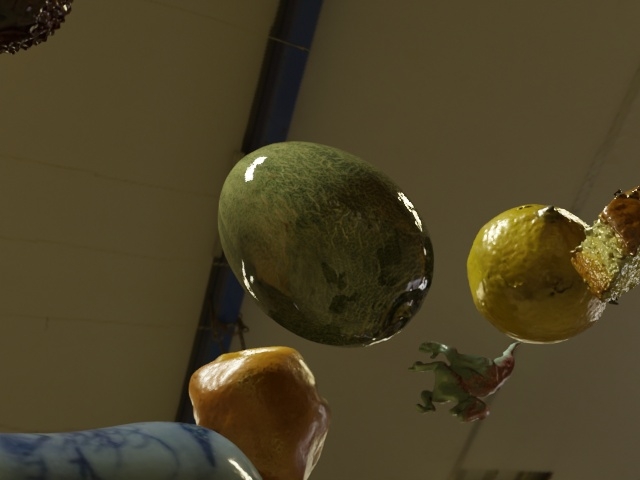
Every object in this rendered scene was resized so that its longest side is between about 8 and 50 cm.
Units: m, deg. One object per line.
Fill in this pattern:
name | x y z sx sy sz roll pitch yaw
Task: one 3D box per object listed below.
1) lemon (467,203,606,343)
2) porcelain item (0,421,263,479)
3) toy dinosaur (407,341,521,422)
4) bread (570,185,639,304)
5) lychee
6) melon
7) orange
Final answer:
lemon | 0.368 0.061 1.126 0.228 0.228 0.253 -41 -49 8
porcelain item | -0.116 0.157 0.349 0.141 0.141 0.259 -42 -38 8
toy dinosaur | 0.210 0.172 0.868 0.242 0.167 0.053 -4 -78 -34
bread | 0.302 -0.006 0.632 0.187 0.065 0.103 -22 -32 -37
lychee | -0.268 -0.211 0.545 0.129 0.123 0.123 -16 -56 13
melon | 0.000 0.000 0.908 0.249 0.329 0.248 -37 -31 -27
orange | -0.078 0.271 1.023 0.183 0.249 0.249 -25 -57 -4
